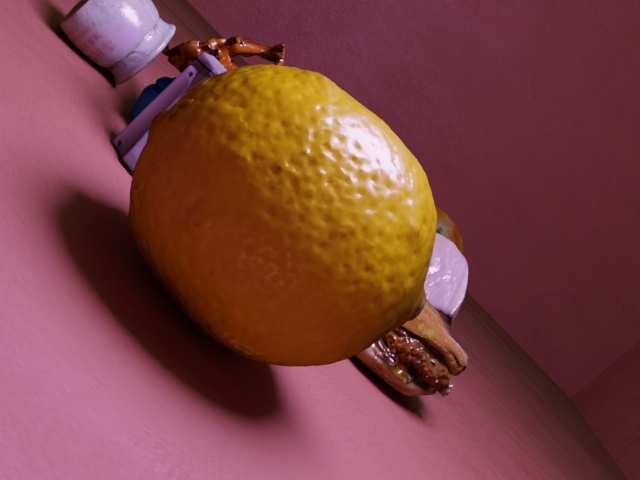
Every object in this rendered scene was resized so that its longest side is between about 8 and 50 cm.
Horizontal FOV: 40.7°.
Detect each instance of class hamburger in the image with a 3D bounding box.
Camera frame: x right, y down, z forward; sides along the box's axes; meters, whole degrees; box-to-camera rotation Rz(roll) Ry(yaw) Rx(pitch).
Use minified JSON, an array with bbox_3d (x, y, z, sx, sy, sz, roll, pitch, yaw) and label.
[{"bbox_3d":[0.121,0.141,1.472,0.259,0.144,0.283,48,4,-24],"label":"hamburger"}]

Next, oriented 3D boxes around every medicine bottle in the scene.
[{"bbox_3d":[-0.336,-0.353,1.438,0.143,0.147,0.147,47,9,-25],"label":"medicine bottle"}]

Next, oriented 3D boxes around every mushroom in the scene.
[{"bbox_3d":[0.208,0.089,1.858,0.236,0.173,0.162,26,-30,18],"label":"mushroom"}]

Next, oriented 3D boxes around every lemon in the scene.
[{"bbox_3d":[-0.039,-0.025,0.929,0.336,0.336,0.336,46,10,-10],"label":"lemon"}]

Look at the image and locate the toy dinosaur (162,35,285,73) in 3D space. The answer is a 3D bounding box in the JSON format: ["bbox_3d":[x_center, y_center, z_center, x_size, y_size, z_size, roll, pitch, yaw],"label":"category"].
[{"bbox_3d":[-0.158,-0.285,1.414,0.208,0.097,0.432,8,7,-12],"label":"toy dinosaur"}]

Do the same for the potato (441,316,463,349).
[{"bbox_3d":[0.215,0.193,1.712,0.138,0.098,0.243,63,11,5],"label":"potato"}]

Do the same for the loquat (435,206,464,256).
[{"bbox_3d":[0.225,0.035,2.109,0.263,0.263,0.263,46,10,-10],"label":"loquat"}]

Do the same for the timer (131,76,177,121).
[{"bbox_3d":[-0.125,-0.140,1.398,0.340,0.115,0.309,40,14,33],"label":"timer"}]

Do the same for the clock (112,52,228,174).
[{"bbox_3d":[-0.143,-0.109,1.177,0.253,0.186,0.083,48,7,7],"label":"clock"}]
